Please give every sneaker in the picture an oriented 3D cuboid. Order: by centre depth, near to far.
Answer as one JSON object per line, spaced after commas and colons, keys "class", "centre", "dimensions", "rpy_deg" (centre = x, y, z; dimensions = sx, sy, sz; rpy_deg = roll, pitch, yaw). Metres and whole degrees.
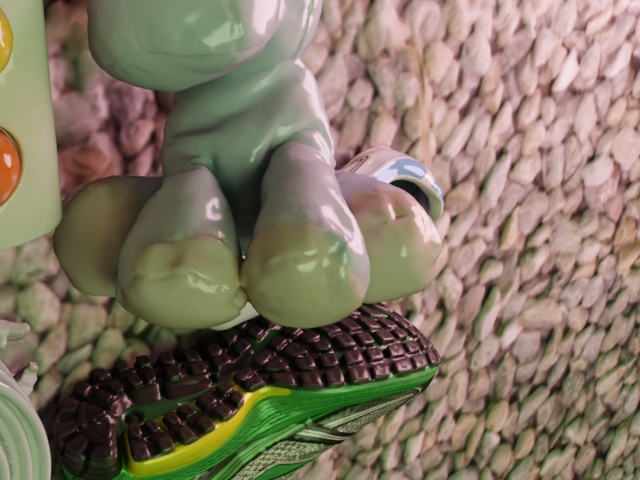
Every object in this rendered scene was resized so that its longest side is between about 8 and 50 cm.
{"class": "sneaker", "centre": [0.000, 0.000, 1.117], "dimensions": [0.237, 0.086, 0.085], "rpy_deg": [-34, 134, -25]}
{"class": "sneaker", "centre": [-0.053, 0.144, 1.133], "dimensions": [0.343, 0.134, 0.146], "rpy_deg": [-18, 131, -26]}

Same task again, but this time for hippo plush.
{"class": "hippo plush", "centre": [-0.031, -0.091, 0.897], "dimensions": [0.294, 0.234, 0.237], "rpy_deg": [-26, 121, -52]}

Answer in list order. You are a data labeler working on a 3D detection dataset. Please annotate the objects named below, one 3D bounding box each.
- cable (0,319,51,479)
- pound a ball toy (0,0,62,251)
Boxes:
{"class": "cable", "centre": [-0.303, 0.172, 0.914], "dimensions": [0.257, 0.089, 0.257], "rpy_deg": [10, 105, -47]}
{"class": "pound a ball toy", "centre": [-0.254, -0.092, 0.778], "dimensions": [0.208, 0.135, 0.319], "rpy_deg": [-21, 125, -35]}
